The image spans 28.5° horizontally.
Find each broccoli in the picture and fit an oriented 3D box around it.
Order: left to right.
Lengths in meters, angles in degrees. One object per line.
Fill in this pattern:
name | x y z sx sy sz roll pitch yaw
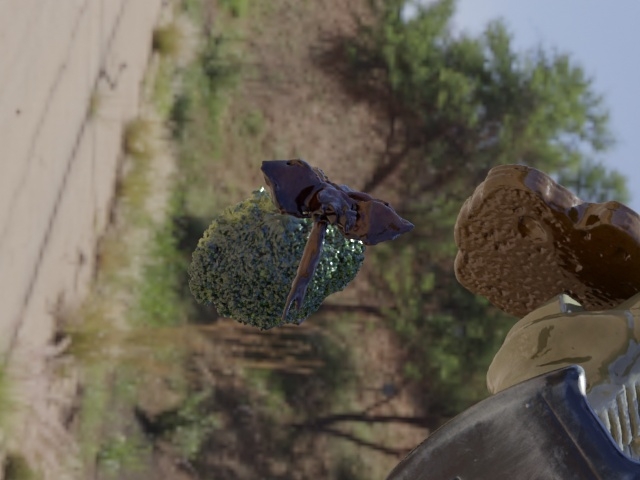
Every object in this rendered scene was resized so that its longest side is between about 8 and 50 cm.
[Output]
broccoli | -0.068 0.027 1.753 0.176 0.226 0.198 -46 111 -38

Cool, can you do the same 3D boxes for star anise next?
star anise | -0.007 -0.002 1.260 0.144 0.158 0.140 -67 163 10

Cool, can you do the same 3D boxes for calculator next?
calculator | 0.185 0.248 1.255 0.177 0.268 0.040 56 -1 17

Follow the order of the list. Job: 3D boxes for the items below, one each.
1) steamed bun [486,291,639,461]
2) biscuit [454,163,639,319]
steamed bun | 0.411 0.213 1.937 0.255 0.367 0.342 54 -11 42
biscuit | 0.365 0.015 2.013 0.074 0.358 0.381 -65 144 -35
